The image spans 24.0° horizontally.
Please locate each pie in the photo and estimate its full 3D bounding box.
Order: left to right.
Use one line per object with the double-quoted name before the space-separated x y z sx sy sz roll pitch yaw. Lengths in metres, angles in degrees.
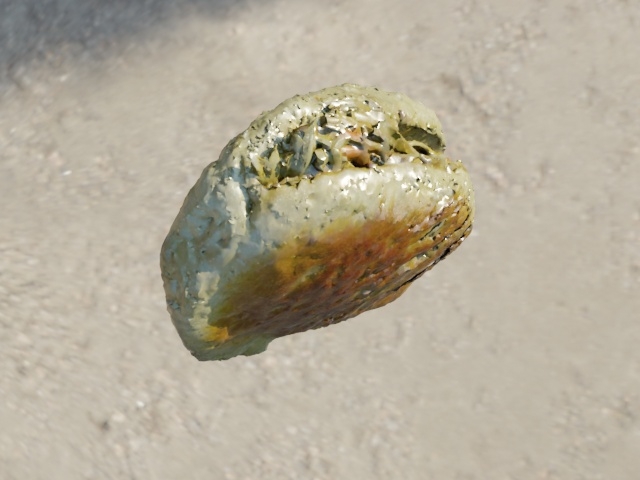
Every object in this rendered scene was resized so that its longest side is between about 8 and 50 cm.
"pie" 0.000 0.000 0.755 0.193 0.163 0.079 -8 53 -49
